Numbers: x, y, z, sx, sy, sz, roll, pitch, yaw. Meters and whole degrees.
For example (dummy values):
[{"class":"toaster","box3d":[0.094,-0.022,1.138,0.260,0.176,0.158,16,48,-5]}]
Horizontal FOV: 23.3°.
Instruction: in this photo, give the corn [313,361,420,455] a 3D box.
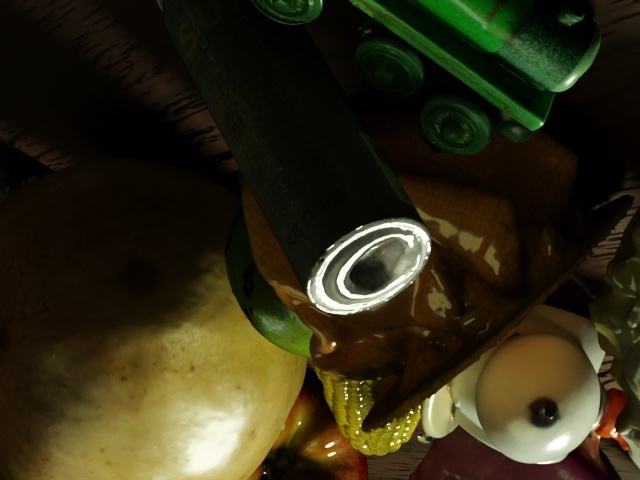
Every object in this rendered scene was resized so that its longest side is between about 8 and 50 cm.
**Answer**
[{"class":"corn","box3d":[0.050,0.126,1.424,0.101,0.101,0.310,25,160,19]}]

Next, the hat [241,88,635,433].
[{"class":"hat","box3d":[0.038,-0.039,0.977,0.233,0.244,0.233,48,117,0]}]

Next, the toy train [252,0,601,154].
[{"class":"toy train","box3d":[0.035,-0.144,0.820,0.251,0.085,0.119,33,146,-14]}]

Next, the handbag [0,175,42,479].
[{"class":"handbag","box3d":[-0.311,0.136,1.669,0.162,0.325,0.327,-1,160,7]}]

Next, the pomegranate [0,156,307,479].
[{"class":"pomegranate","box3d":[-0.186,0.085,1.326,0.338,0.338,0.338,28,161,11]}]

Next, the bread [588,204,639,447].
[{"class":"bread","box3d":[0.270,0.030,0.716,0.274,0.149,0.274,14,133,15]}]

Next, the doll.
[{"class":"doll","box3d":[0.202,0.130,1.152,0.271,0.144,0.208,18,-170,-22]}]

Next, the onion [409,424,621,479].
[{"class":"onion","box3d":[0.184,0.235,1.322,0.200,0.201,0.207,28,161,11]}]

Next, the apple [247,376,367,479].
[{"class":"apple","box3d":[-0.089,0.278,1.754,0.288,0.288,0.317,35,151,-10]}]

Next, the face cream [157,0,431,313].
[{"class":"face cream","box3d":[-0.027,-0.083,0.882,0.283,0.073,0.073,62,-178,37]}]

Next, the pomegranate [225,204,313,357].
[{"class":"pomegranate","box3d":[0.008,-0.010,1.125,0.156,0.156,0.220,24,128,22]}]
